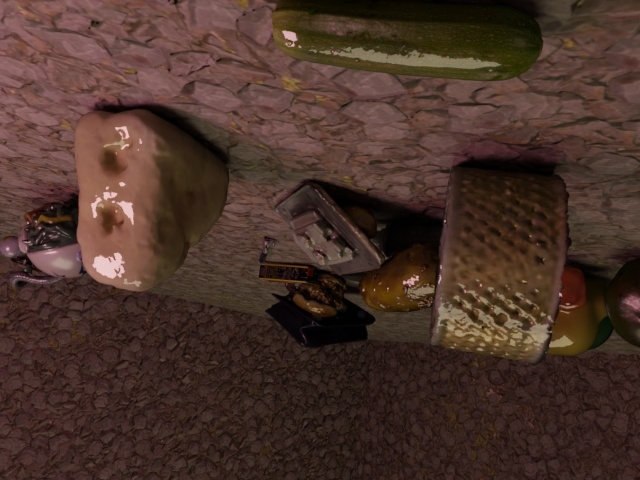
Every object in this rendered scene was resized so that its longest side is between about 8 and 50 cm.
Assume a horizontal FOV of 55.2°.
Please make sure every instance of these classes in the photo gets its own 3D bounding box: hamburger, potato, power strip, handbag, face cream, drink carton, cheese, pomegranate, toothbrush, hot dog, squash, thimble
[{"bbox_3d":[-0.003,0.168,1.885,0.159,0.131,0.185,7,171,22],"label":"hamburger"},{"bbox_3d":[0.161,0.076,1.106,0.149,0.113,0.251,-11,166,-32],"label":"potato"},{"bbox_3d":[0.000,0.000,1.116,0.198,0.064,0.213,46,160,-7],"label":"power strip"},{"bbox_3d":[-0.002,0.237,2.053,0.326,0.118,0.269,5,-158,-48],"label":"handbag"},{"bbox_3d":[0.234,0.006,1.160,0.284,0.073,0.073,3,166,22],"label":"face cream"},{"bbox_3d":[-0.094,0.097,1.809,0.166,0.056,0.071,2,173,27],"label":"drink carton"},{"bbox_3d":[-0.253,-0.055,0.935,0.174,0.251,0.248,5,-178,20],"label":"cheese"},{"bbox_3d":[0.652,0.115,1.186,0.187,0.187,0.225,1,-171,31],"label":"pomegranate"},{"bbox_3d":[-0.147,0.031,1.634,0.026,0.024,0.288,-3,168,-11],"label":"toothbrush"},{"bbox_3d":[0.034,-0.019,1.203,0.083,0.068,0.289,39,163,-10],"label":"hot dog"},{"bbox_3d":[0.072,-0.174,0.524,0.229,0.066,0.066,8,167,9],"label":"squash"},{"bbox_3d":[0.240,0.031,0.858,0.150,0.270,0.271,8,167,10],"label":"thimble"}]

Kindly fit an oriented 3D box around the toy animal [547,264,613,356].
[{"bbox_3d":[0.541,0.164,1.375,0.216,0.191,0.338,-2,163,37],"label":"toy animal"}]

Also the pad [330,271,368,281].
[{"bbox_3d":[0.159,0.107,1.757,0.174,0.022,0.233,16,166,-31],"label":"pad"}]

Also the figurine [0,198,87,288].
[{"bbox_3d":[-0.607,-0.003,1.443,0.382,0.261,0.186,-9,114,55],"label":"figurine"}]
